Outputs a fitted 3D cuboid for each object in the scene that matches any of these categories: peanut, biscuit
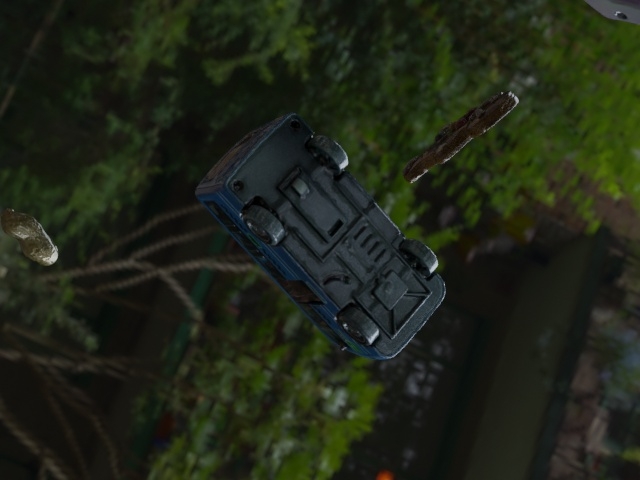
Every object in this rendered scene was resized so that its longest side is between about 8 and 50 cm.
[{"bbox_3d":[-0.320,-0.004,1.546,0.037,0.083,0.037,-32,-153,18],"label":"peanut"},{"bbox_3d":[0.182,-0.141,1.758,0.138,0.031,0.205,-42,-174,-25],"label":"biscuit"}]

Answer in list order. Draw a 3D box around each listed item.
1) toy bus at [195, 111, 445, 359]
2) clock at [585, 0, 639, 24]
[{"bbox_3d":[0.000,0.000,1.377,0.113,0.246,0.134,-49,-162,-20],"label":"toy bus"},{"bbox_3d":[0.315,-0.248,1.070,0.102,0.338,0.338,-62,-167,-12],"label":"clock"}]
